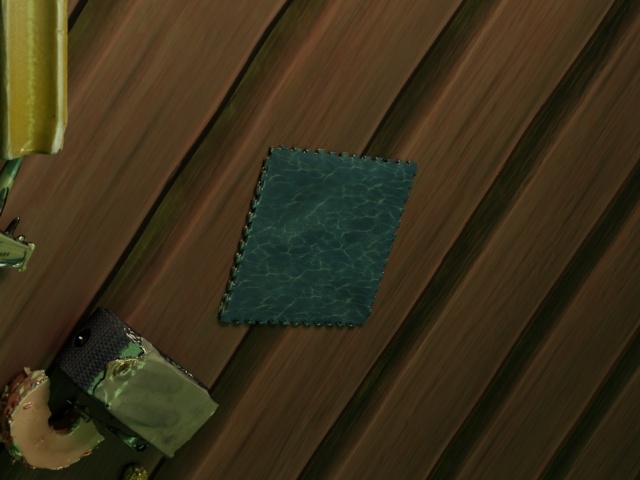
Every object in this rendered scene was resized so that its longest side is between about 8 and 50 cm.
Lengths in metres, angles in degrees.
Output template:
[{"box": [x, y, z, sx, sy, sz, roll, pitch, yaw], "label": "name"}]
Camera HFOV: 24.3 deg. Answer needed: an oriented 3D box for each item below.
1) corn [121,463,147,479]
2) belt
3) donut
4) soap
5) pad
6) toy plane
[{"box": [-0.266, 0.356, 2.061, 0.037, 0.037, 0.092, 11, 109, -39], "label": "corn"}, {"box": [-0.244, 0.191, 1.918, 0.126, 0.139, 0.230, -49, 134, -5], "label": "belt"}, {"box": [-0.360, 0.239, 1.911, 0.117, 0.065, 0.166, -45, 130, -10], "label": "donut"}, {"box": [-0.330, -0.243, 1.605, 0.089, 0.173, 0.274, -7, 117, -24], "label": "soap"}, {"box": [0.000, 0.000, 2.078, 0.270, 0.012, 0.269, 3, 112, -36], "label": "pad"}, {"box": [-0.400, -0.024, 1.717, 0.192, 0.088, 0.262, 7, 124, -40], "label": "toy plane"}]
